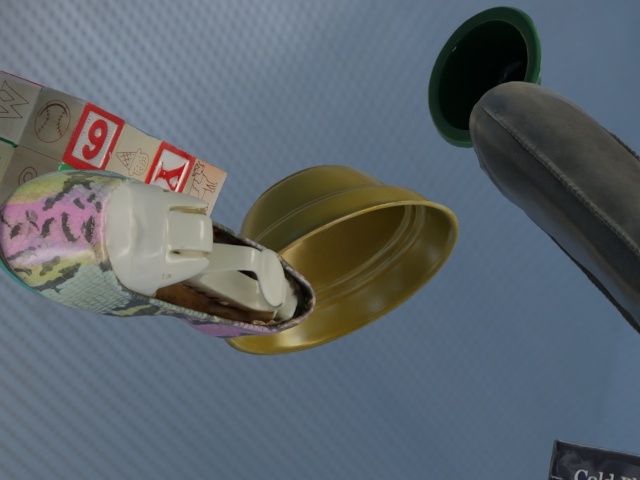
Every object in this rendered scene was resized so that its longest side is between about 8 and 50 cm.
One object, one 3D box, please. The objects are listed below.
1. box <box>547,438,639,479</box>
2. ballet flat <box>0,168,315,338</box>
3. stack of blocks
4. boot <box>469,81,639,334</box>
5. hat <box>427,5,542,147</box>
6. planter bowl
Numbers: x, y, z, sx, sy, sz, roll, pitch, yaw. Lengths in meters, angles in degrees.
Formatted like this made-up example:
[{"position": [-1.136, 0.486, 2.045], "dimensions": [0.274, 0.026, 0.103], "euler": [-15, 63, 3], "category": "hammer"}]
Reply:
[{"position": [0.249, 0.321, 1.259], "dimensions": [0.343, 0.179, 0.313], "euler": [34, 65, -71], "category": "box"}, {"position": [-0.074, 0.009, 0.928], "dimensions": [0.221, 0.079, 0.077], "euler": [23, 68, -56], "category": "ballet flat"}, {"position": [-0.238, -0.074, 1.276], "dimensions": [0.171, 0.297, 0.087], "euler": [26, 86, -57], "category": "stack of blocks"}, {"position": [0.165, 0.030, 0.764], "dimensions": [0.076, 0.208, 0.189], "euler": [-45, 125, -2], "category": "boot"}, {"position": [0.246, -0.171, 2.112], "dimensions": [0.183, 0.173, 0.208], "euler": [26, 33, -38], "category": "hat"}, {"position": [0.000, 0.000, 1.482], "dimensions": [0.217, 0.217, 0.090], "euler": [16, 40, -54], "category": "planter bowl"}]
